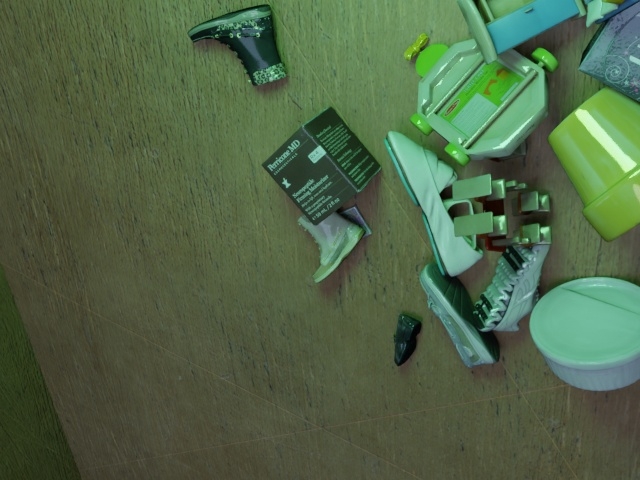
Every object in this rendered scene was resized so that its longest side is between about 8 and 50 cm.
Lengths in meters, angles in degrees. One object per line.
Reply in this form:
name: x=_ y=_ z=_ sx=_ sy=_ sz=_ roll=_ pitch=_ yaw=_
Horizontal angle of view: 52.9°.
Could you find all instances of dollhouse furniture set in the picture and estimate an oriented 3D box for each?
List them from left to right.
dollhouse furniture set: x=0.376 y=-0.104 z=1.398 sx=0.135 sy=0.262 sz=0.259 roll=-8 pitch=79 yaw=44
dollhouse furniture set: x=0.365 y=-0.473 z=1.085 sx=0.198 sy=0.303 sz=0.286 roll=-27 pitch=96 yaw=-1

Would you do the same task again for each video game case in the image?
video game case: x=0.068 y=-0.035 z=1.721 sx=0.122 sy=0.011 sz=0.087 roll=-24 pitch=105 yaw=35

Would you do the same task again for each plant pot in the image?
plant pot: x=0.587 y=-0.164 z=1.260 sx=0.239 sy=0.254 sz=0.254 roll=52 pitch=128 yaw=12

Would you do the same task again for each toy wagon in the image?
toy wagon: x=0.308 y=-0.321 z=1.334 sx=0.267 sy=0.068 sz=0.344 roll=-47 pitch=53 yaw=10

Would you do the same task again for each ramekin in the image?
ramekin: x=0.619 y=0.215 z=1.442 sx=0.273 sy=0.273 sz=0.127 roll=-5 pitch=127 yaw=29

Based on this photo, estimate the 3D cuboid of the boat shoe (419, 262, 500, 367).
boat shoe: x=0.343 y=0.199 z=1.655 sx=0.103 sy=0.118 sz=0.320 roll=-28 pitch=110 yaw=33

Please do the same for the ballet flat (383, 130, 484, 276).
ballet flat: x=0.281 y=-0.099 z=1.522 sx=0.139 sy=0.139 sz=0.400 roll=-14 pitch=114 yaw=32

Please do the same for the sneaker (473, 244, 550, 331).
sneaker: x=0.480 y=0.103 z=1.551 sx=0.118 sy=0.110 sz=0.292 roll=15 pitch=120 yaw=-12

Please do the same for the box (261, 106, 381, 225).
box: x=0.005 y=-0.181 z=1.571 sx=0.203 sy=0.167 sz=0.168 roll=48 pitch=127 yaw=-5

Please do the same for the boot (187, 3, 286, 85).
boot: x=-0.202 y=-0.461 z=1.568 sx=0.236 sy=0.085 sz=0.178 roll=-5 pitch=117 yaw=28

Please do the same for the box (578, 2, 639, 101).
box: x=0.610 y=-0.395 z=1.164 sx=0.163 sy=0.142 sz=0.247 roll=31 pitch=127 yaw=8

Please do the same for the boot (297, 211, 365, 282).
boot: x=0.000 y=0.000 z=1.720 sx=0.165 sy=0.077 sz=0.213 roll=40 pitch=122 yaw=1

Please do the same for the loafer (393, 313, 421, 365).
loafer: x=0.232 y=0.277 z=1.795 sx=0.061 sy=0.062 sz=0.170 roll=35 pitch=127 yaw=32
